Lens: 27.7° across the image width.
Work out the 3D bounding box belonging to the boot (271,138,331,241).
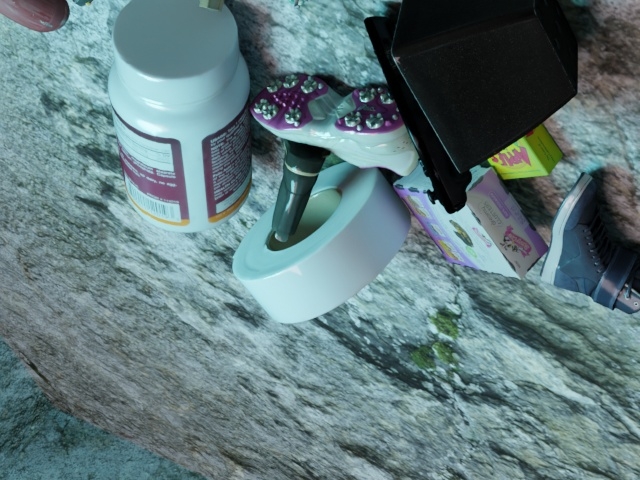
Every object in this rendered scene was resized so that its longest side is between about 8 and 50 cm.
[{"bbox_3d":[-0.041,-0.088,2.040,0.077,0.198,0.137,18,106,4],"label":"boot"}]

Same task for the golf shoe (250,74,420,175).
[{"bbox_3d":[0.022,-0.166,1.969,0.306,0.115,0.140,17,151,40],"label":"golf shoe"}]

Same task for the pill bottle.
[{"bbox_3d":[-0.222,-0.205,2.084,0.224,0.224,0.392,31,151,16],"label":"pill bottle"}]

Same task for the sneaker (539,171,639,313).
[{"bbox_3d":[0.400,0.009,1.792,0.163,0.086,0.226,27,149,19],"label":"sneaker"}]

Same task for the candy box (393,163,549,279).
[{"bbox_3d":[0.220,-0.035,1.917,0.165,0.070,0.196,52,164,-23],"label":"candy box"}]

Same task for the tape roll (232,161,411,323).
[{"bbox_3d":[0.000,0.000,2.052,0.286,0.286,0.100,-5,130,53],"label":"tape roll"}]

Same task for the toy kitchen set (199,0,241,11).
[{"bbox_3d":[-0.161,-0.383,1.916,0.075,0.083,0.068,18,-173,36],"label":"toy kitchen set"}]

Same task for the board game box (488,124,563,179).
[{"bbox_3d":[0.243,-0.166,1.766,0.092,0.043,0.181,-4,131,53],"label":"board game box"}]

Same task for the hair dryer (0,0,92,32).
[{"bbox_3d":[-0.490,-0.420,2.064,0.224,0.293,0.080,40,108,-7],"label":"hair dryer"}]

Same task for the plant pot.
[{"bbox_3d":[0.208,-0.226,1.555,0.167,0.188,0.187,-19,122,26],"label":"plant pot"}]

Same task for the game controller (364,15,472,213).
[{"bbox_3d":[0.119,-0.171,1.694,0.166,0.067,0.319,50,-166,-34],"label":"game controller"}]

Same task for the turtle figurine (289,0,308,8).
[{"bbox_3d":[-0.018,-0.392,1.669,0.234,0.118,0.175,37,142,39],"label":"turtle figurine"}]
